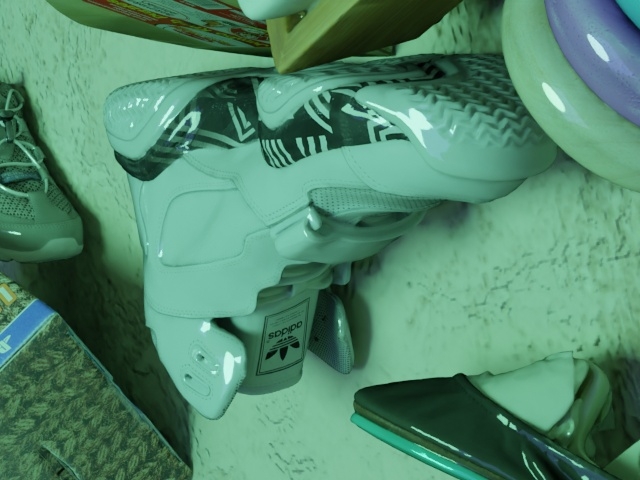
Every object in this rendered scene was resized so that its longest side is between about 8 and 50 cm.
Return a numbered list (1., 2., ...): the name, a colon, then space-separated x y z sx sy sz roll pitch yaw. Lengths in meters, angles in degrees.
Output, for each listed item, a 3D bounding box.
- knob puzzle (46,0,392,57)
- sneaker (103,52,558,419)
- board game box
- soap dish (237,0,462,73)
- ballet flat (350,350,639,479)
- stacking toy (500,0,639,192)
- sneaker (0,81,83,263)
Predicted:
1. knob puzzle: -0.080 -0.145 0.732 0.213 0.213 0.030 7 89 46
2. sneaker: 0.000 0.000 0.726 0.365 0.137 0.210 7 107 51
3. board game box: -0.284 0.116 0.977 0.291 0.141 0.232 28 157 40
4. soap dish: 0.061 -0.243 0.564 0.291 0.118 0.229 -36 57 47
5. ballet flat: 0.148 0.122 0.629 0.280 0.095 0.096 29 86 28
6. stacking toy: 0.190 -0.151 0.413 0.141 0.141 0.330 60 151 17
7. sneaker: -0.297 -0.084 1.044 0.281 0.105 0.115 42 123 29
